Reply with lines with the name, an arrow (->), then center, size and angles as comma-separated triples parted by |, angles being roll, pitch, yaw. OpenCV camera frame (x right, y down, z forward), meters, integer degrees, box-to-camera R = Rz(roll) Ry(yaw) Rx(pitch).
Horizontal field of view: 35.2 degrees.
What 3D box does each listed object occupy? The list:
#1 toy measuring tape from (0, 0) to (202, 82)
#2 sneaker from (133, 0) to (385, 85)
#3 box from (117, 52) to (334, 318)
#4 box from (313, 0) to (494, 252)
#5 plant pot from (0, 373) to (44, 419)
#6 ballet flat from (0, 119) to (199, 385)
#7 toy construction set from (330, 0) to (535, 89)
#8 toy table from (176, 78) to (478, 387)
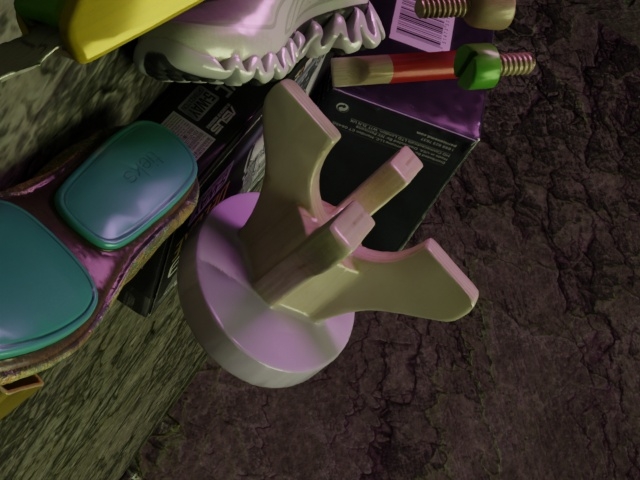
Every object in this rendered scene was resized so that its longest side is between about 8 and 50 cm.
toy measuring tape -> -0.122, -0.133, 0.423 | 0.330, 0.121, 0.121 | -35, 168, -24
sneaker -> -0.048, -0.193, 0.806 | 0.292, 0.110, 0.118 | -35, 128, -54
box -> -0.098, -0.098, 1.003 | 0.307, 0.076, 0.242 | -54, 176, -34
box -> 0.074, -0.171, 1.260 | 0.294, 0.182, 0.296 | 117, -11, -53
plant pot -> -0.259, 0.102, 0.696 | 0.083, 0.081, 0.081 | -44, 176, 0
ballet flat -> -0.190, 0.021, 0.659 | 0.123, 0.123, 0.348 | -58, 176, 30
toy construction set -> 0.047, -0.246, 0.723 | 0.257, 0.237, 0.309 | -126, -146, -50
toy table -> 0.000, 0.000, 0.893 | 0.161, 0.252, 0.274 | -40, -165, 25
